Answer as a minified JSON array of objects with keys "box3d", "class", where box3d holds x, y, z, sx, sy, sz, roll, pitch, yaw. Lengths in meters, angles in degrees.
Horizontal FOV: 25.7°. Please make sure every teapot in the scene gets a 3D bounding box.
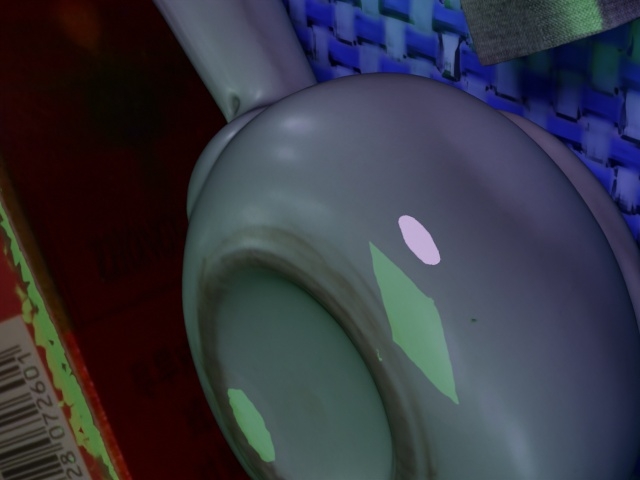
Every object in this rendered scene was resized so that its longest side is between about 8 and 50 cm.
[{"box3d":[0.016,-0.016,0.560,0.220,0.149,0.318,-27,88,55],"class":"teapot"}]

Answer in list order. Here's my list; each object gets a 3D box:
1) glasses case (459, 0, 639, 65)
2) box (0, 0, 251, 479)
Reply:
[{"box3d":[0.059,-0.170,0.508,0.071,0.047,0.205,-10,103,51],"class":"glasses case"},{"box3d":[-0.104,-0.012,0.645,0.089,0.197,0.313,-20,93,32],"class":"box"}]
